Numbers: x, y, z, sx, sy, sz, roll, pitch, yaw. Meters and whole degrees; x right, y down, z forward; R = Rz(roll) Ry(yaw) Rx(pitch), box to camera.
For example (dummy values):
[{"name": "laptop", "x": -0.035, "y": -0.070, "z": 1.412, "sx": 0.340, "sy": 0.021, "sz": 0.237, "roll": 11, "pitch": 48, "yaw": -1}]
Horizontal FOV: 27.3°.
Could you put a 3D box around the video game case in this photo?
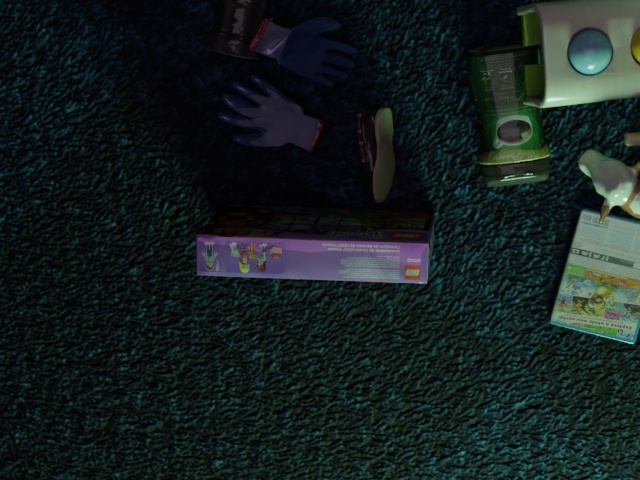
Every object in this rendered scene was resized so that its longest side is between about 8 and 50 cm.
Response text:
[{"name": "video game case", "x": 0.389, "y": 0.048, "z": 1.782, "sx": 0.119, "sy": 0.015, "sz": 0.166, "roll": 14, "pitch": 105, "yaw": 3}]

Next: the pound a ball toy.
[{"name": "pound a ball toy", "x": 0.416, "y": -0.203, "z": 1.623, "sx": 0.319, "sy": 0.136, "sz": 0.208, "roll": -6, "pitch": 98, "yaw": -8}]

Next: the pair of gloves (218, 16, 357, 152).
[{"name": "pair of gloves", "x": -0.041, "y": -0.208, "z": 1.731, "sx": 0.159, "sy": 0.023, "sz": 0.198, "roll": 16, "pitch": 106, "yaw": -34}]

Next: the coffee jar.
[{"name": "coffee jar", "x": 0.246, "y": -0.163, "z": 1.715, "sx": 0.096, "sy": 0.079, "sz": 0.184, "roll": -7, "pitch": 102, "yaw": 3}]

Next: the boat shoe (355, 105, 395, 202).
[{"name": "boat shoe", "x": 0.072, "y": -0.116, "z": 1.769, "sx": 0.042, "sy": 0.049, "sz": 0.133, "roll": 11, "pitch": 114, "yaw": 33}]

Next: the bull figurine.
[{"name": "bull figurine", "x": 0.473, "y": -0.062, "z": 1.655, "sx": 0.311, "sy": 0.188, "sz": 0.101, "roll": 9, "pitch": 104, "yaw": 5}]

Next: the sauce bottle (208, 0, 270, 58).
[{"name": "sauce bottle", "x": -0.074, "y": -0.405, "z": 1.680, "sx": 0.111, "sy": 0.111, "sz": 0.344, "roll": 13, "pitch": 104, "yaw": 4}]

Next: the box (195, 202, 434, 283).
[{"name": "box", "x": 0.000, "y": 0.000, "z": 1.723, "sx": 0.293, "sy": 0.201, "sz": 0.057, "roll": 2, "pitch": 104, "yaw": 6}]
